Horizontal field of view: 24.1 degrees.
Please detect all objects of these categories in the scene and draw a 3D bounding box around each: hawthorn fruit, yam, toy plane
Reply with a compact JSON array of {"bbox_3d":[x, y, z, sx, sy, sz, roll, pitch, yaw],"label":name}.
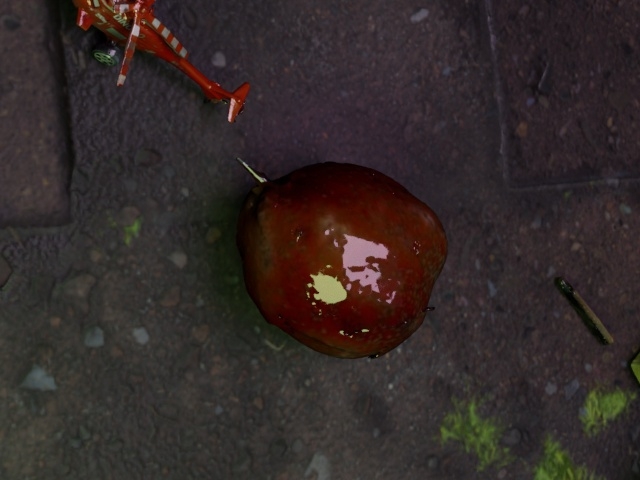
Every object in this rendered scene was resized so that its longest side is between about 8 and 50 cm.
[{"bbox_3d":[0.000,0.000,1.361,0.235,0.181,0.181,40,65,-22],"label":"hawthorn fruit"},{"bbox_3d":[0.293,0.079,1.657,0.107,0.014,0.014,50,61,-23],"label":"yam"},{"bbox_3d":[-0.143,-0.184,1.326,0.194,0.077,0.126,14,82,-42],"label":"toy plane"}]

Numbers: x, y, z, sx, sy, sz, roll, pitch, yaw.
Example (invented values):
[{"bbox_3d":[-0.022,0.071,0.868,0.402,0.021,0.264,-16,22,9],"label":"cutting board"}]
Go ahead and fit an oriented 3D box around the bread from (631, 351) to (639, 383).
[{"bbox_3d":[0.447,0.102,1.746,0.226,0.049,0.088,-45,112,-30],"label":"bread"}]
